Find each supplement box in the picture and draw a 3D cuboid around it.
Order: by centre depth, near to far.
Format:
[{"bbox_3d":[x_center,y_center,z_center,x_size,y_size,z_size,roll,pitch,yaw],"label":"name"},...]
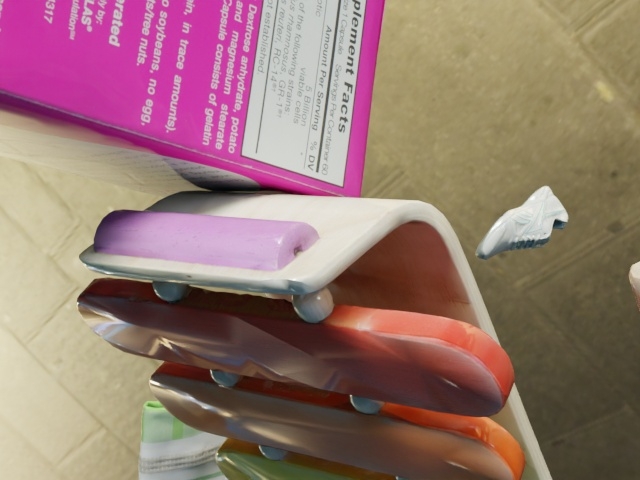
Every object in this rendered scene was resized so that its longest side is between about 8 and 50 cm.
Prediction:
[{"bbox_3d":[-0.088,-0.085,0.389,0.111,0.220,0.114,1,80,44],"label":"supplement box"}]

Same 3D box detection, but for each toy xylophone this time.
[{"bbox_3d":[0.046,0.093,0.427,0.236,0.081,0.322,-3,129,43],"label":"toy xylophone"}]

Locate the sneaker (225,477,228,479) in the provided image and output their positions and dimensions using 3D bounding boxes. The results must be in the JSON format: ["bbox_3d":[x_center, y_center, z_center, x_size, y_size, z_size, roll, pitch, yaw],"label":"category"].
[{"bbox_3d":[0.027,0.224,0.696,0.182,0.315,0.127,31,150,-33],"label":"sneaker"}]

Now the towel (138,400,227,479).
[{"bbox_3d":[-0.084,0.185,0.770,0.023,0.113,0.152,36,128,53],"label":"towel"}]

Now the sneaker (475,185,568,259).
[{"bbox_3d":[0.266,-0.014,1.303,0.061,0.152,0.053,50,154,15],"label":"sneaker"}]
